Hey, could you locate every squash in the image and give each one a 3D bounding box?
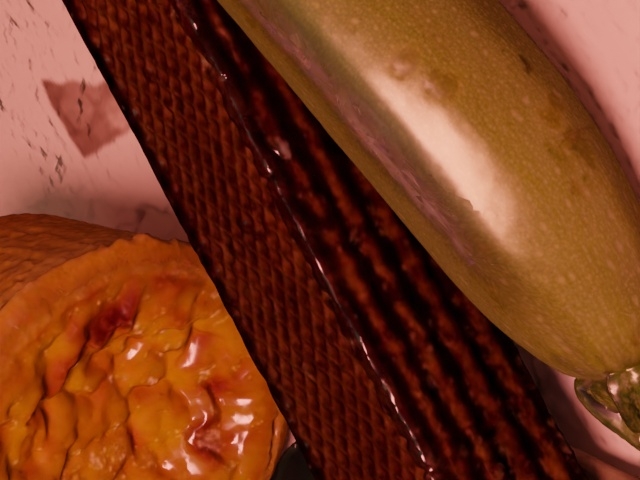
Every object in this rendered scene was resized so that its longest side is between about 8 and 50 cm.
[{"bbox_3d":[0.055,-0.047,0.799,0.341,0.094,0.094,51,140,3],"label":"squash"}]

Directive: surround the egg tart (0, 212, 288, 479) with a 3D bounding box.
[{"bbox_3d":[-0.133,0.078,1.005,0.147,0.202,0.202,25,127,49],"label":"egg tart"}]

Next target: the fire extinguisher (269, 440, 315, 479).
[{"bbox_3d":[-0.028,0.226,1.026,0.095,0.114,0.311,40,137,16],"label":"fire extinguisher"}]

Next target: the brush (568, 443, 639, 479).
[{"bbox_3d":[0.141,0.110,0.840,0.196,0.021,0.070,22,156,47],"label":"brush"}]

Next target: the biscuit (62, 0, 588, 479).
[{"bbox_3d":[0.000,0.000,0.882,0.388,0.073,0.107,61,151,7],"label":"biscuit"}]
